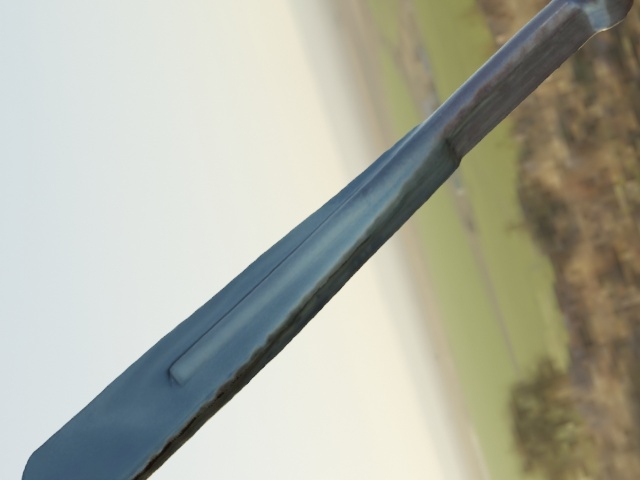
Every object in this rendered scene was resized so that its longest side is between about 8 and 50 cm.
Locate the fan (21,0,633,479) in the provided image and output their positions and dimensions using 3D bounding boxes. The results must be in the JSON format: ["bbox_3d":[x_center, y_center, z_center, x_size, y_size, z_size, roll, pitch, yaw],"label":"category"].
[{"bbox_3d":[0.000,0.000,0.630,0.023,0.282,0.057,47,178,-29],"label":"fan"}]
